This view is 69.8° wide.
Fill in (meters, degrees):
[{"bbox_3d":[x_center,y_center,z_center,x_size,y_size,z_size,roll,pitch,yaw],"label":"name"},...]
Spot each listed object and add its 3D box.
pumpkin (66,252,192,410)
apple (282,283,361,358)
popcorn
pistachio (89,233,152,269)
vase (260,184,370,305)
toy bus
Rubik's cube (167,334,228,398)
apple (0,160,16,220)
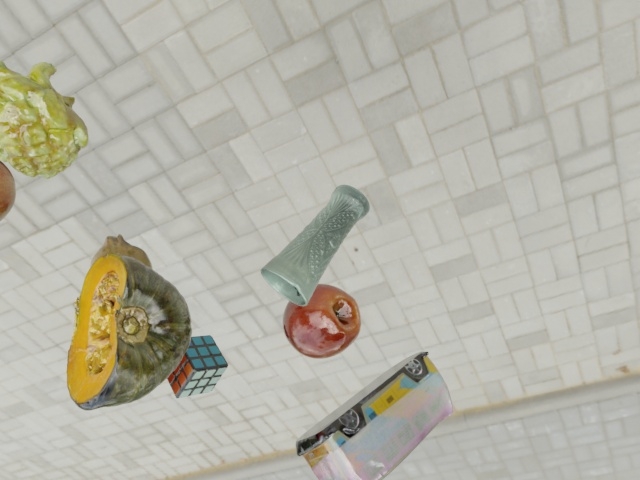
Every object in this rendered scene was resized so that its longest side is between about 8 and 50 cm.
[{"bbox_3d":[-0.425,0.212,1.037,0.242,0.325,0.232,-6,159,30],"label":"pumpkin"},{"bbox_3d":[0.003,0.235,1.340,0.218,0.218,0.201,36,137,-20],"label":"apple"},{"bbox_3d":[-0.865,-0.351,1.352,0.274,0.279,0.335,-24,129,5],"label":"popcorn"},{"bbox_3d":[-0.564,0.111,1.307,0.163,0.212,0.260,-11,158,-25],"label":"pistachio"},{"bbox_3d":[0.000,0.000,0.798,0.096,0.219,0.096,31,156,16],"label":"vase"},{"bbox_3d":[0.144,0.416,1.047,0.162,0.386,0.171,56,141,13],"label":"toy bus"},{"bbox_3d":[-0.474,0.471,1.724,0.162,0.160,0.163,5,126,-50],"label":"Rubik's cube"},{"bbox_3d":[-0.799,-0.112,1.021,0.188,0.174,0.188,4,101,18],"label":"apple"}]
